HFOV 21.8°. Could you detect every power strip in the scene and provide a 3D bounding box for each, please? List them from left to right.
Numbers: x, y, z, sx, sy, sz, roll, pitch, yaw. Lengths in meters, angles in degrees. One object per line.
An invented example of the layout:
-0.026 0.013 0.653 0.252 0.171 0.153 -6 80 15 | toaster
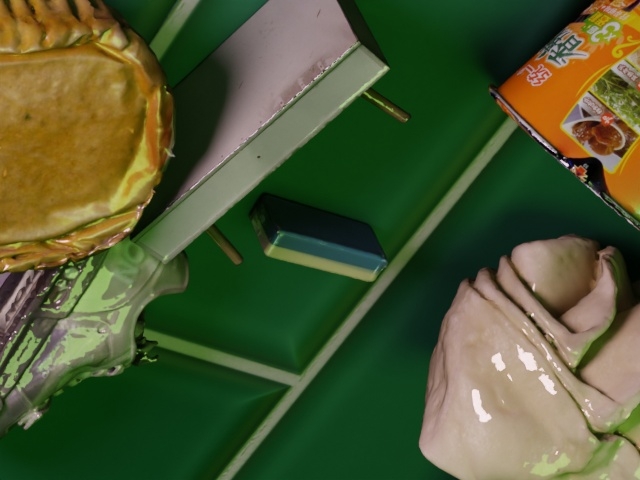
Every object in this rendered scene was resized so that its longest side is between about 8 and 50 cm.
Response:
0.000 0.000 1.463 0.123 0.056 0.032 15 122 -31 | power strip

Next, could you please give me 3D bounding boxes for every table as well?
-0.042 -0.086 1.328 0.240 0.121 0.111 -40 131 17 | table

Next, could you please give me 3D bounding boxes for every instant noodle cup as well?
0.281 -0.116 1.365 0.230 0.230 0.182 33 104 -38 | instant noodle cup

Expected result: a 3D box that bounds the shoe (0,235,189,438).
-0.217 0.099 1.431 0.149 0.109 0.293 22 115 -28 | shoe

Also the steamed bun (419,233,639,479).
0.252 0.110 1.528 0.289 0.276 0.203 12 117 1 | steamed bun

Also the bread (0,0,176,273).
-0.240 -0.087 1.221 0.253 0.142 0.227 -5 117 -31 | bread
